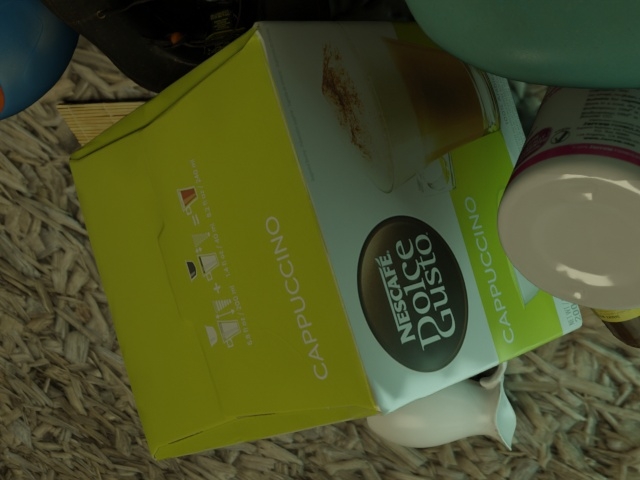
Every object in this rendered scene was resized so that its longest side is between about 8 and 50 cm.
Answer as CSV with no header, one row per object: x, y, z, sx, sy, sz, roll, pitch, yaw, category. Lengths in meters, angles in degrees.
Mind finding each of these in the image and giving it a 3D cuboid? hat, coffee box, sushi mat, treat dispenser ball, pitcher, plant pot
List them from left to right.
-0.417,-0.274,1.073,0.288,0.288,0.288,18,140,16,treat dispenser ball
-0.214,-0.132,1.311,0.316,0.019,0.151,3,133,29,sushi mat
-0.136,-0.298,0.986,0.331,0.134,0.331,9,148,6,hat
0.000,0.000,0.970,0.338,0.334,0.337,-22,83,45,coffee box
0.173,0.219,1.379,0.207,0.125,0.177,0,112,18,pitcher
0.195,-0.249,0.718,0.235,0.293,0.293,-2,131,39,plant pot

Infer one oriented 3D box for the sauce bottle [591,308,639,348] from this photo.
0.347,0.045,1.072,0.111,0.111,0.344,-19,119,44,sauce bottle

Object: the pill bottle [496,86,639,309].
0.269,-0.090,0.838,0.160,0.283,0.160,18,139,16,pill bottle
